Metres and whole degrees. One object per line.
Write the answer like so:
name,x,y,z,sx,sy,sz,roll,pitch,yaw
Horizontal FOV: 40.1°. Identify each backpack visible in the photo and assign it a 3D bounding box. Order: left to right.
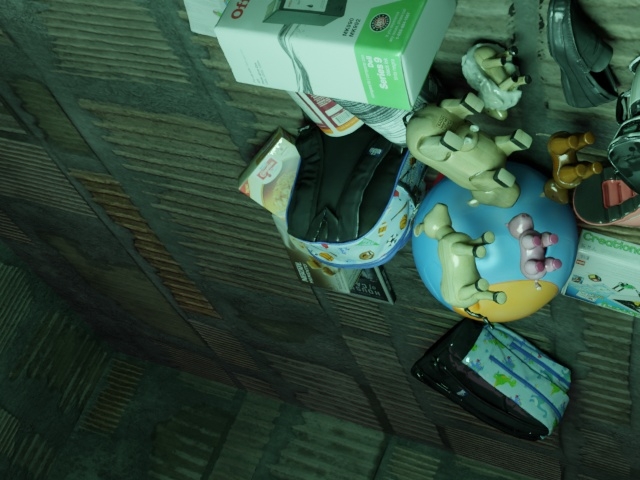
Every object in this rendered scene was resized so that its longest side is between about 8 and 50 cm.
backpack,0.063,-0.078,1.635,0.276,0.263,0.213,3,147,37
backpack,0.449,0.350,2.192,0.355,0.273,0.290,45,153,7

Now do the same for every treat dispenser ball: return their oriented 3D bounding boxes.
treat dispenser ball,0.306,0.001,1.549,0.288,0.288,0.288,19,154,10

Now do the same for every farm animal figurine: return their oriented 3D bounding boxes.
farm animal figurine,0.240,-0.086,1.332,0.327,0.330,0.172,49,160,-12

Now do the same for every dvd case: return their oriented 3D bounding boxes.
dvd case,0.083,0.078,2.197,0.179,0.030,0.239,12,152,25

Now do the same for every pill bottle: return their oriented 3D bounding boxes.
pill bottle,-0.009,-0.285,1.463,0.121,0.121,0.221,-2,144,44
pill bottle,0.120,-0.234,1.415,0.130,0.131,0.245,-3,157,44

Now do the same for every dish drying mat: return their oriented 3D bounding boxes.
dish drying mat,0.242,-0.122,1.695,0.032,0.008,0.083,22,154,2

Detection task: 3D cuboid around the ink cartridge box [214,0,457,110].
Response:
ink cartridge box,0.023,-0.321,1.258,0.289,0.211,0.121,12,153,22

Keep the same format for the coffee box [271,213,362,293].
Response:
coffee box,0.000,0.000,2.003,0.141,0.098,0.247,12,144,26

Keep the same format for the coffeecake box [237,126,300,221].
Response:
coffeecake box,-0.054,-0.118,1.799,0.185,0.142,0.068,35,-162,-22

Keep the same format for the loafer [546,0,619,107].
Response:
loafer,0.370,-0.267,1.231,0.078,0.076,0.223,2,152,30

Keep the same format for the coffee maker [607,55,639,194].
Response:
coffee maker,0.493,-0.153,1.215,0.171,0.178,0.120,25,156,-3

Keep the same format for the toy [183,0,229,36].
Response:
toy,-0.159,-0.406,1.435,0.136,0.056,0.237,17,159,6

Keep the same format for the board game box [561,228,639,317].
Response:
board game box,0.637,0.088,1.705,0.305,0.053,0.193,17,153,14

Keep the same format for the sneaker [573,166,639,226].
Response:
sneaker,0.575,-0.084,1.404,0.313,0.116,0.136,-6,170,37
